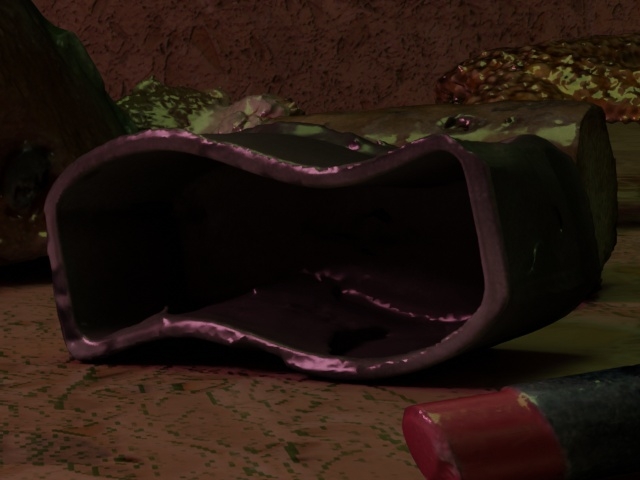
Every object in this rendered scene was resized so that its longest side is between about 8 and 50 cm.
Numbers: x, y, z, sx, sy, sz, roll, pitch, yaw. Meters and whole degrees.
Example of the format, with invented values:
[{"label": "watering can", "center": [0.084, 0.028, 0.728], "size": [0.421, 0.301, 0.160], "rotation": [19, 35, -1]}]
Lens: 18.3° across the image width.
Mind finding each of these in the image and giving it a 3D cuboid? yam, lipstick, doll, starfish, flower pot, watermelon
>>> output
[{"label": "yam", "center": [0.057, -0.023, 1.064], "size": [0.194, 0.107, 0.107], "rotation": [0, 6, 22]}, {"label": "lipstick", "center": [0.138, 0.047, 0.631], "size": [0.234, 0.053, 0.053], "rotation": [-6, 7, -20]}, {"label": "doll", "center": [-0.101, -0.055, 1.366], "size": [0.221, 0.115, 0.105], "rotation": [9, 50, 24]}, {"label": "starfish", "center": [0.193, -0.080, 1.426], "size": [0.384, 0.132, 0.398], "rotation": [-4, 7, -6]}, {"label": "flower pot", "center": [0.000, 0.000, 0.863], "size": [0.229, 0.103, 0.108], "rotation": [1, 6, 31]}, {"label": "watermelon", "center": [-0.220, -0.095, 1.229], "size": [0.151, 0.264, 0.302], "rotation": [-33, 19, -3]}]
